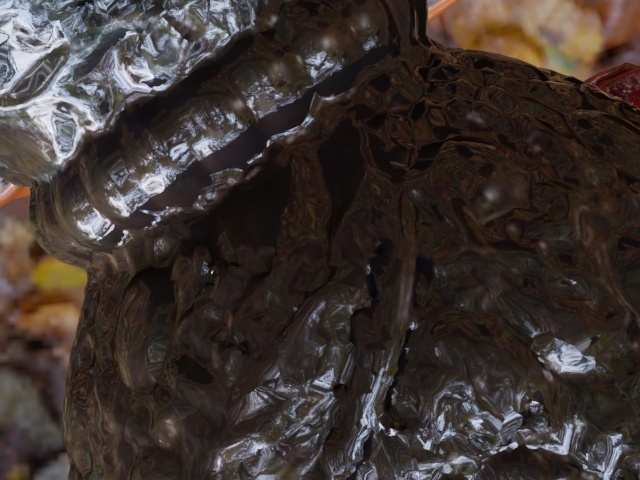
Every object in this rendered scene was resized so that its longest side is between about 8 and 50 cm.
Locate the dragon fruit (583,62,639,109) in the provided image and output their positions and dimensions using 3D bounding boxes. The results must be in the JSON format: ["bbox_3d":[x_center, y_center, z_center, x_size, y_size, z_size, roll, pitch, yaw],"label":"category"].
[{"bbox_3d":[0.202,-0.059,1.201,0.162,0.083,0.106,8,160,-9],"label":"dragon fruit"}]

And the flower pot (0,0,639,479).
[{"bbox_3d":[0.000,0.000,0.697,0.266,0.266,0.267,-31,95,23],"label":"flower pot"}]

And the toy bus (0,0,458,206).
[{"bbox_3d":[-0.080,-0.118,1.054,0.329,0.143,0.153,-33,128,20],"label":"toy bus"}]
